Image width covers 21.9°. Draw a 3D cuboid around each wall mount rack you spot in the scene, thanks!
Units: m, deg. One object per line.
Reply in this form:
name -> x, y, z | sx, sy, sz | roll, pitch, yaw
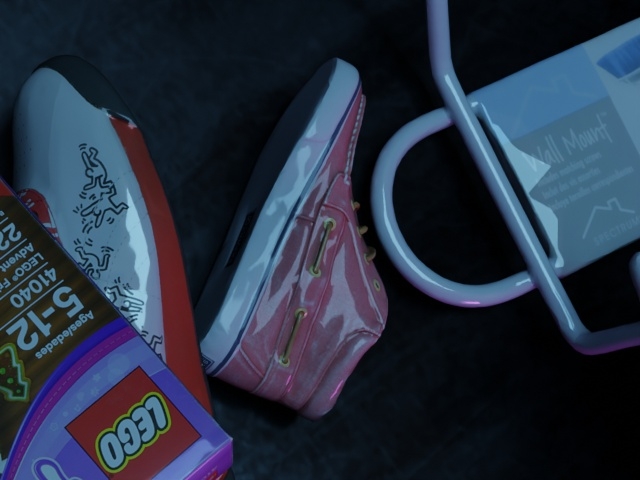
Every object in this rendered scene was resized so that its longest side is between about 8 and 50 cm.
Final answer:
wall mount rack -> 0.173, -0.118, 0.907 | 0.350, 0.130, 0.304 | -25, 88, -28

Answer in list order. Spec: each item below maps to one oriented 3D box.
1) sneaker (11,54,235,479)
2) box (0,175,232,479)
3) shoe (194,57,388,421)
sneaker -> -0.134, 0.052, 0.748 | 0.145, 0.090, 0.270 | -14, 85, -29
box -> -0.208, 0.104, 0.656 | 0.293, 0.057, 0.201 | -40, 77, -15
shoe -> 0.000, 0.000, 0.840 | 0.081, 0.063, 0.178 | 29, 72, -17
